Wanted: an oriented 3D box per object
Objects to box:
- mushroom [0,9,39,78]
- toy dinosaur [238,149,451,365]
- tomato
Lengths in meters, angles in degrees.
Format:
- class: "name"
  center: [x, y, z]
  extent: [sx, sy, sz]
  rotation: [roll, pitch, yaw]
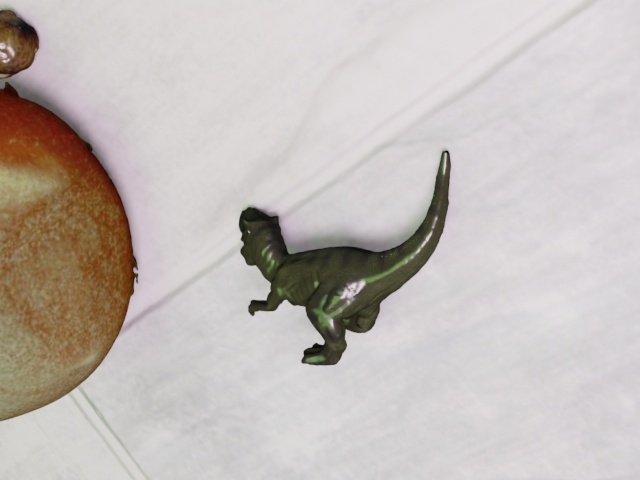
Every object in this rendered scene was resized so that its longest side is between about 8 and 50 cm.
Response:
- class: "mushroom"
  center: [-0.327, -0.198, 1.061]
  extent: [0.187, 0.060, 0.061]
  rotation: [32, 127, 19]
- class: "toy dinosaur"
  center: [0.000, 0.000, 0.932]
  extent: [0.187, 0.087, 0.179]
  rotation: [20, 125, 22]
- class: "tomato"
  center: [-0.323, 0.014, 1.044]
  extent: [0.303, 0.239, 0.303]
  rotation: [18, 131, 21]
